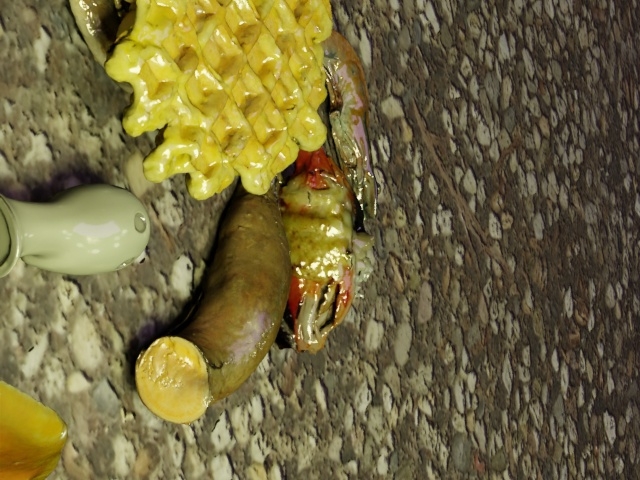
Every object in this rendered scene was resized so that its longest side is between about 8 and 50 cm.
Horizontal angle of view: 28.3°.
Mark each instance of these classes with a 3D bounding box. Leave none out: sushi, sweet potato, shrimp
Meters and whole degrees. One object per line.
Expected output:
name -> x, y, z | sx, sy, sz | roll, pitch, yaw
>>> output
sushi -> 0.003, 0.000, 1.259 | 0.103, 0.097, 0.226 | 0, 89, -61
sweet potato -> -0.078, 0.047, 1.138 | 0.112, 0.085, 0.286 | 54, 44, -34
shrimp -> 0.013, -0.120, 1.335 | 0.152, 0.046, 0.219 | -21, 101, -58

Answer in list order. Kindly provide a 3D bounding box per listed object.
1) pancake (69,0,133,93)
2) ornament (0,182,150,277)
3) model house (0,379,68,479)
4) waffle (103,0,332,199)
pancake -> -0.133, -0.254, 1.109 | 0.282, 0.049, 0.283 | -1, 91, -57
ornament -> -0.198, -0.007, 0.968 | 0.075, 0.081, 0.156 | 54, 28, 19
model house -> -0.257, 0.194, 0.752 | 0.268, 0.173, 0.239 | 39, 54, -47
waffle -> -0.081, -0.188, 1.094 | 0.312, 0.060, 0.307 | -26, 110, -57
